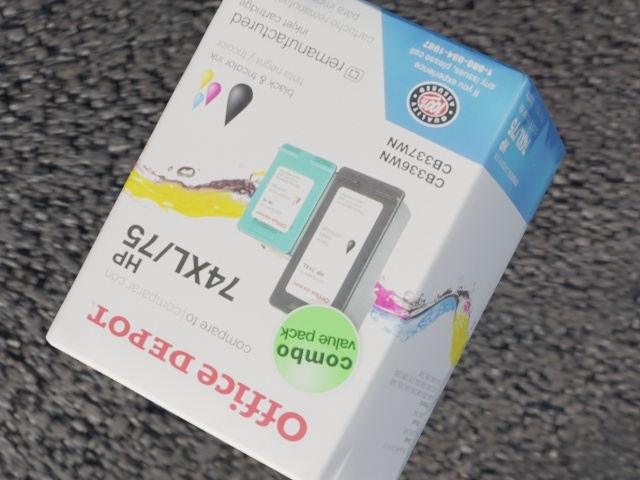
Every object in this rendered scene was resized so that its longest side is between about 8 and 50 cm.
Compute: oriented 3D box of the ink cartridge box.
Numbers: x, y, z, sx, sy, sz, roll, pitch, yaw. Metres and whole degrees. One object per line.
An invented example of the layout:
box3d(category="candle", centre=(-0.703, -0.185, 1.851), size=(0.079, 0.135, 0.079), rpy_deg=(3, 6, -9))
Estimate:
box3d(category="ink cartridge box", centre=(0.000, 0.000, 1.019), size=(0.198, 0.197, 0.270), rpy_deg=(26, 88, 17))
